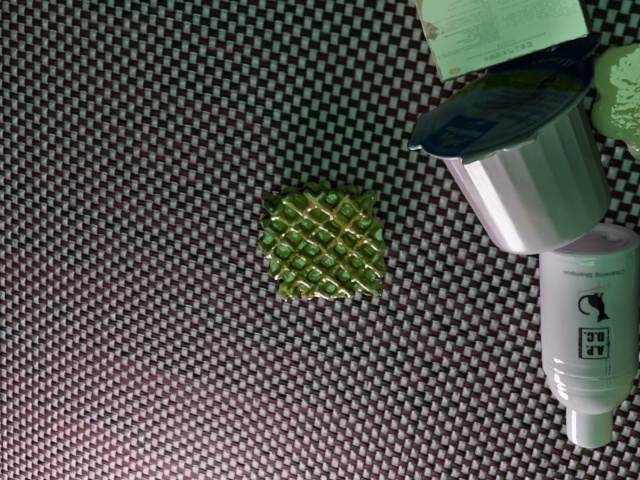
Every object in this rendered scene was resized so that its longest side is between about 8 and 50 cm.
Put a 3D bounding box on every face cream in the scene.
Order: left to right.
[{"bbox_3d":[0.411,0.168,1.292,0.145,0.145,0.370,-1,110,19],"label":"face cream"}]

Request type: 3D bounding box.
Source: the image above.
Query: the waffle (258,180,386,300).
[{"bbox_3d":[0.001,-0.002,1.418,0.223,0.054,0.204,-3,110,18],"label":"waffle"}]

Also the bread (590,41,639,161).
[{"bbox_3d":[0.505,-0.189,1.176,0.250,0.039,0.182,1,111,18],"label":"bread"}]

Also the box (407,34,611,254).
[{"bbox_3d":[0.301,-0.125,1.193,0.291,0.262,0.206,-38,117,-15],"label":"box"}]

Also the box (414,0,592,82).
[{"bbox_3d":[0.248,-0.332,1.176,0.212,0.095,0.168,-14,104,24],"label":"box"}]
